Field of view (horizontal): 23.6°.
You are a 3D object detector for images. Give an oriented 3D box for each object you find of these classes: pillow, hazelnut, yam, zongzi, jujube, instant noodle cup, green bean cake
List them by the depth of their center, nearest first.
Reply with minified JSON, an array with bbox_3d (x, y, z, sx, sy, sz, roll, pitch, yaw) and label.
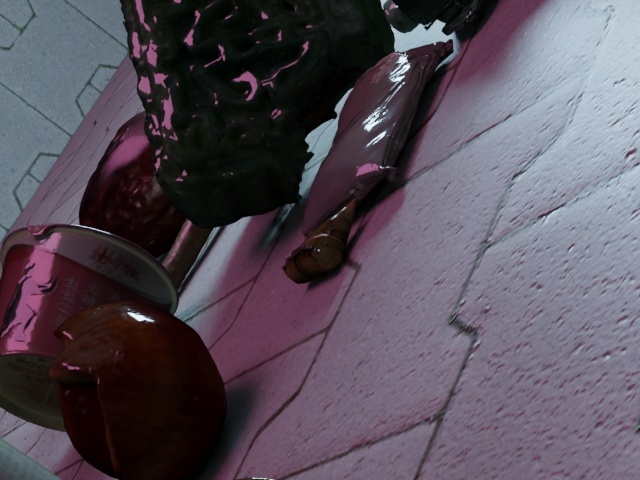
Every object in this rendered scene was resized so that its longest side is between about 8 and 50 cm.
[{"bbox_3d":[-0.178,0.149,1.488,0.160,0.170,0.201,-34,40,-18],"label":"hazelnut"},{"bbox_3d":[0.000,0.000,1.546,0.076,0.040,0.083,-25,37,55],"label":"zongzi"},{"bbox_3d":[0.054,-0.118,1.632,0.169,0.059,0.255,-34,23,42],"label":"pillow"},{"bbox_3d":[-0.061,-0.197,1.790,0.307,0.300,0.169,-15,-17,1],"label":"green bean cake"},{"bbox_3d":[-0.308,0.115,1.881,0.234,0.234,0.179,-35,32,48],"label":"instant noodle cup"},{"bbox_3d":[-0.149,-0.031,2.054,0.045,0.045,0.327,18,67,30],"label":"yam"},{"bbox_3d":[-0.244,-0.085,2.206,0.243,0.183,0.183,-47,16,16],"label":"jujube"}]

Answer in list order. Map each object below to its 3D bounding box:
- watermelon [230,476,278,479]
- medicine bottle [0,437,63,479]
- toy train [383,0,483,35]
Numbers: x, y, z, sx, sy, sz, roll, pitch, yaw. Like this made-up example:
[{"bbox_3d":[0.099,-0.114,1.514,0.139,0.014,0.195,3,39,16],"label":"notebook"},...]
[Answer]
[{"bbox_3d":[-0.091,0.245,1.216,0.163,0.069,0.087,-57,15,-9],"label":"watermelon"},{"bbox_3d":[-0.319,0.268,1.471,0.143,0.258,0.143,-48,14,16],"label":"medicine bottle"},{"bbox_3d":[0.181,-0.356,1.665,0.307,0.126,0.189,-45,17,28],"label":"toy train"}]
